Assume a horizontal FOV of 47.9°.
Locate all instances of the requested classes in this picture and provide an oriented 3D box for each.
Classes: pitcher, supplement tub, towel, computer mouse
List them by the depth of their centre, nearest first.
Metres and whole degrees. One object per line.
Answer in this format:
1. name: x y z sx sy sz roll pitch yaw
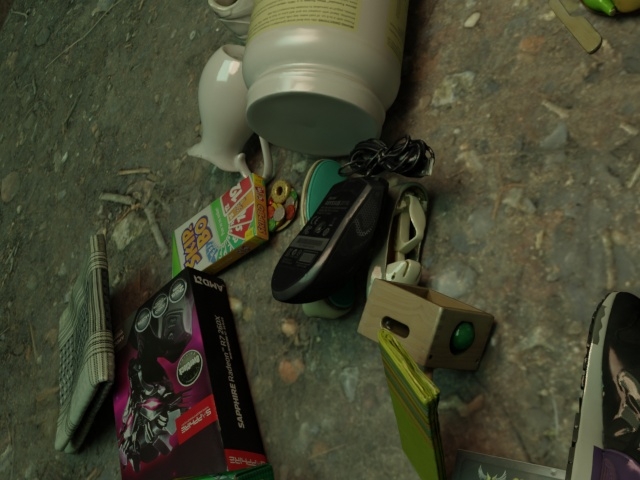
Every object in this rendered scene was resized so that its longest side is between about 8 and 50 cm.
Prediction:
1. towel: 0.106 0.200 0.785 0.021 0.237 0.102 -25 44 -10
2. computer mouse: 0.041 -0.016 0.960 0.272 0.072 0.188 -53 25 -9
3. supplement tub: 0.011 -0.315 1.084 0.235 0.235 0.325 -8 66 41
4. pitcher: -0.134 -0.210 1.230 0.177 0.125 0.207 32 122 20
5. towel: -0.444 0.197 1.325 0.324 0.056 0.312 -55 40 43

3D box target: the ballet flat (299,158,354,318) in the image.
1. ballet flat: 0.000 0.000 1.069 0.086 0.086 0.249 -20 60 36

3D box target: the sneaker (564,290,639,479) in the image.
1. sneaker: 0.304 0.171 0.664 0.124 0.107 0.283 4 47 25

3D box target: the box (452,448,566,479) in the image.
1. box: 0.231 0.321 0.716 0.231 0.056 0.183 -2 69 42

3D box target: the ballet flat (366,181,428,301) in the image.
1. ballet flat: 0.106 0.019 0.955 0.068 0.072 0.213 -21 56 52

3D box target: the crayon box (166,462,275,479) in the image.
1. crayon box: -0.119 0.436 0.906 0.165 0.081 0.279 -19 78 30

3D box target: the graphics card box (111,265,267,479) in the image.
1. graphics card box: -0.223 0.254 1.144 0.232 0.094 0.371 -38 48 25

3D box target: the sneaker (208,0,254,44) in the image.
1. sneaker: -0.071 -0.477 1.296 0.305 0.152 0.114 -34 49 25

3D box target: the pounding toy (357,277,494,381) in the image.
1. pounding toy: 0.125 0.117 0.852 0.141 0.130 0.100 23 98 46

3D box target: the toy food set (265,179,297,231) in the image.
1. toy food set: -0.069 -0.054 1.192 0.083 0.020 0.083 -49 46 15

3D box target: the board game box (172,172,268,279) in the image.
1. board game box: -0.187 -0.004 1.258 0.259 0.039 0.124 -33 51 38

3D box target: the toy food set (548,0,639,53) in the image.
1. toy food set: 0.378 -0.339 0.894 0.192 0.038 0.132 -41 48 22
